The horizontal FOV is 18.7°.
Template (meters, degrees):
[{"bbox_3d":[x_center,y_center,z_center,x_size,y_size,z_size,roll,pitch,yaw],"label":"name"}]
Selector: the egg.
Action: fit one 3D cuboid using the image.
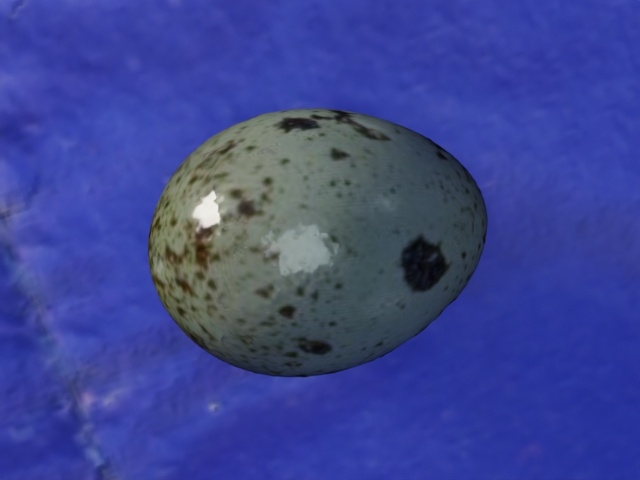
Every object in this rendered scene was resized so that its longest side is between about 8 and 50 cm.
[{"bbox_3d":[0.000,0.000,0.618,0.110,0.085,0.085,-8,97,-21],"label":"egg"}]
